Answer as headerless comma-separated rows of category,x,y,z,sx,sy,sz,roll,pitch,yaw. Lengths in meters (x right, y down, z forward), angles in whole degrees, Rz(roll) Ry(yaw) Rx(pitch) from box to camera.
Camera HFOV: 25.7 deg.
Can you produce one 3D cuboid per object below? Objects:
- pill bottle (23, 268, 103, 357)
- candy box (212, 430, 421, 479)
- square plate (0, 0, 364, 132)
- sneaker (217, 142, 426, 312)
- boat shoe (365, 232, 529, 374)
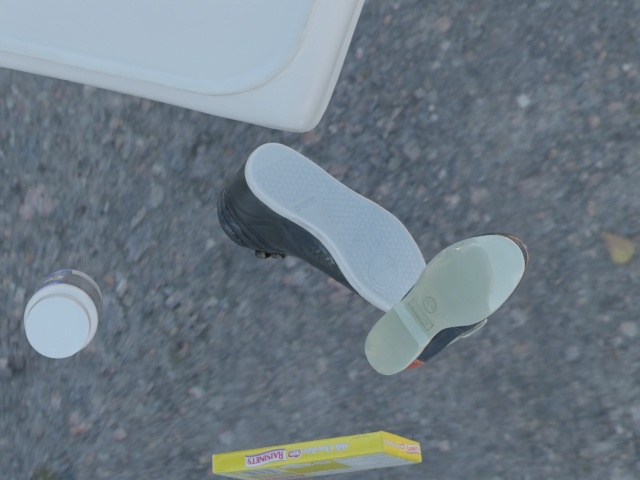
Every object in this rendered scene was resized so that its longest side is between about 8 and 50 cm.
pill bottle,-0.275,0.079,1.498,0.078,0.137,0.078,-1,98,-6
candy box,-0.004,0.237,1.529,0.206,0.105,0.027,-11,73,24
square plate,-0.111,-0.213,0.743,0.344,0.347,0.049,12,40,-15
sneaker,0.000,-0.001,1.714,0.296,0.147,0.104,39,62,-18
boat shoe,0.081,0.037,0.851,0.043,0.137,0.049,-12,65,-46
